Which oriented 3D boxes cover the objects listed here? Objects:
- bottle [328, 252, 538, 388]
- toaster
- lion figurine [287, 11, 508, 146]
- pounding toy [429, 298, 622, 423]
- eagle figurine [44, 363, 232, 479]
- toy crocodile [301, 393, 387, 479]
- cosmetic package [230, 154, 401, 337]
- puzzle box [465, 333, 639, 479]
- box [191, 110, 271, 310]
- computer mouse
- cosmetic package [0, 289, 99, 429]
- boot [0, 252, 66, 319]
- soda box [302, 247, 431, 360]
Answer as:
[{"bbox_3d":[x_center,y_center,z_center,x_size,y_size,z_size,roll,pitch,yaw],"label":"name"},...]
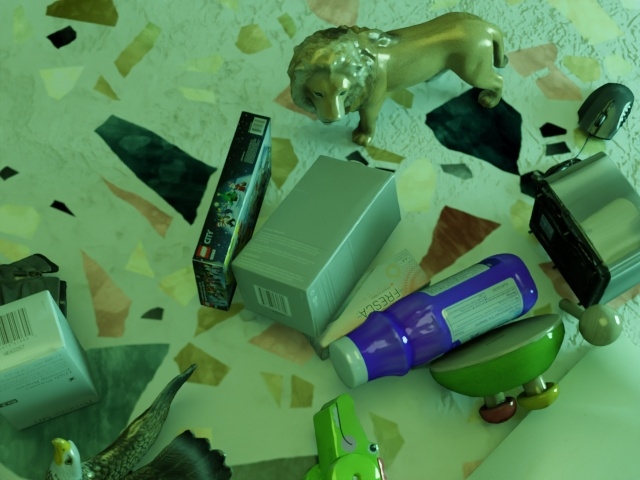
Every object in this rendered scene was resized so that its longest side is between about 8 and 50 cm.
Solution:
[{"bbox_3d":[0.148,0.108,1.221,0.283,0.118,0.092,-23,83,-21],"label":"bottle"},{"bbox_3d":[0.372,-0.015,1.265,0.110,0.185,0.168,-29,67,-4],"label":"toaster"},{"bbox_3d":[0.130,-0.261,1.346,0.392,0.240,0.142,-25,68,-14],"label":"lion figurine"},{"bbox_3d":[0.269,0.169,1.197,0.237,0.183,0.110,-22,90,-7],"label":"pounding toy"},{"bbox_3d":[-0.260,0.289,1.085,0.298,0.225,0.226,-13,77,-16],"label":"eagle figurine"},{"bbox_3d":[0.052,0.356,1.119,0.105,0.115,0.340,-1,65,-23],"label":"toy crocodile"},{"bbox_3d":[0.000,0.000,1.258,0.127,0.107,0.238,19,51,30],"label":"cosmetic package"},{"bbox_3d":[0.342,0.336,1.168,0.409,0.052,0.272,-40,72,-18],"label":"puzzle box"},{"bbox_3d":[-0.118,-0.038,1.277,0.044,0.159,0.233,14,64,3],"label":"box"},{"bbox_3d":[0.410,-0.159,1.416,0.071,0.041,0.242,32,68,12],"label":"computer mouse"},{"bbox_3d":[-0.355,0.154,1.138,0.117,0.231,0.085,-20,66,-10],"label":"cosmetic package"},{"bbox_3d":[-0.490,0.052,1.250,0.223,0.118,0.338,-10,34,-36],"label":"boot"},{"bbox_3d":[0.062,0.088,1.277,0.183,0.058,0.063,-31,69,-16],"label":"soda box"}]
